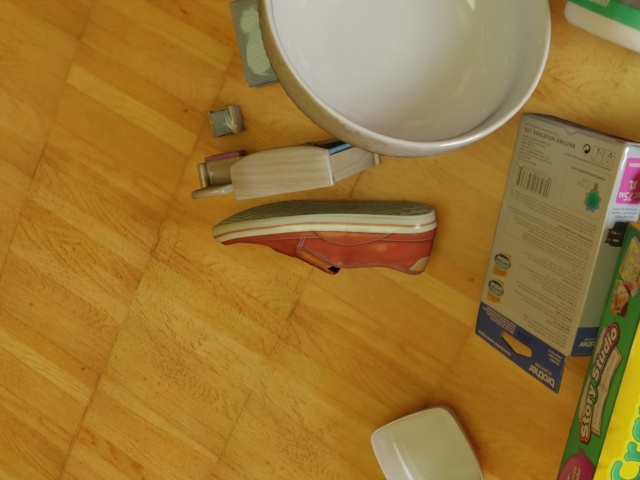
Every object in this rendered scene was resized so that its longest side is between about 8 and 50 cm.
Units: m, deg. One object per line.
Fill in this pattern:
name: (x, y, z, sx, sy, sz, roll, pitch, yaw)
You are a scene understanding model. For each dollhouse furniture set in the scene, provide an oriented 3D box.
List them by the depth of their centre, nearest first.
dollhouse furniture set: (-0.082, -0.220, 1.185, 0.286, 0.198, 0.304, -7, 99, 23)

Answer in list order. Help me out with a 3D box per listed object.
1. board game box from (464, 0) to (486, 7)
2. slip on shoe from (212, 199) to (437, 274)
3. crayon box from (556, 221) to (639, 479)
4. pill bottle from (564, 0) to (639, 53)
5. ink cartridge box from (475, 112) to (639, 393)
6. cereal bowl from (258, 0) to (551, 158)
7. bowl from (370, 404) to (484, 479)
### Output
board game box: (0.175, -0.293, 1.147, 0.141, 0.048, 0.170, -41, 85, 26)
slip on shoe: (0.000, 0.000, 1.252, 0.331, 0.123, 0.101, 2, 107, 17)
crayon box: (0.475, 0.182, 1.035, 0.313, 0.106, 0.363, 8, 106, -8)
pill bottle: (0.428, -0.368, 0.942, 0.204, 0.204, 0.361, 28, 110, 14)
ink cartridge box: (0.294, 0.011, 1.107, 0.186, 0.065, 0.311, 36, 119, 57)
cereal bowl: (0.087, -0.251, 1.041, 0.338, 0.141, 0.339, 3, 78, -12)
bowl: (0.159, 0.310, 1.289, 0.142, 0.053, 0.142, -26, 91, 24)
